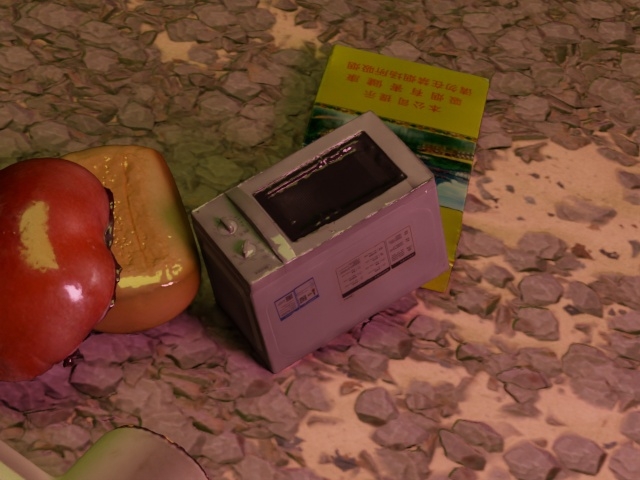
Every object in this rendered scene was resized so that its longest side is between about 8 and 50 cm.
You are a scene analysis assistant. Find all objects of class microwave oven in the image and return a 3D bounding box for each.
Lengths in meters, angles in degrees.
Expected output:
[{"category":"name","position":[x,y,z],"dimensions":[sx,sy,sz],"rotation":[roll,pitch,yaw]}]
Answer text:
[{"category":"microwave oven","position":[0.000,0.000,1.884],"dimensions":[0.208,0.162,0.122],"rotation":[-30,52,-14]}]

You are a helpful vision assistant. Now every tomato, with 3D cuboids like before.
[{"category":"tomato","position":[-0.289,0.015,1.799],"dimensions":[0.199,0.112,0.228],"rotation":[-30,45,16]}]

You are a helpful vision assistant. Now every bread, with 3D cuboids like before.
[{"category":"bread","position":[-0.196,0.003,1.909],"dimensions":[0.147,0.098,0.217],"rotation":[-9,48,-8]}]

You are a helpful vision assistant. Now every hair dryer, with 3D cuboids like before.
[{"category":"hair dryer","position":[-0.279,0.188,1.612],"dimensions":[0.362,0.128,0.203],"rotation":[34,45,8]}]

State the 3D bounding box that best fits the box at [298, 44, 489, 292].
[{"category":"box","position":[0.070,-0.083,2.114],"dimensions":[0.187,0.047,0.335],"rotation":[13,41,2]}]
